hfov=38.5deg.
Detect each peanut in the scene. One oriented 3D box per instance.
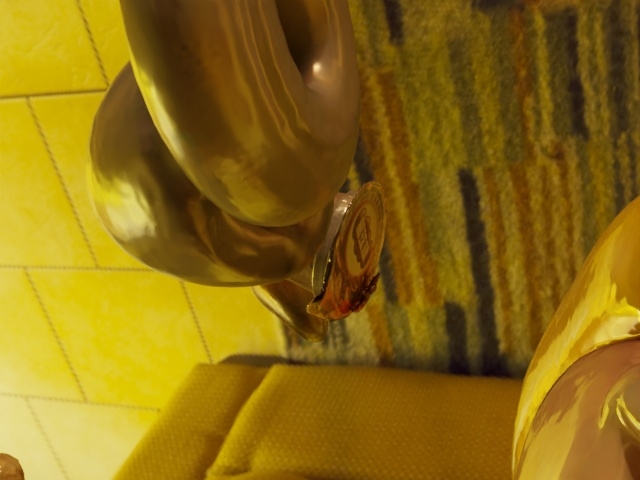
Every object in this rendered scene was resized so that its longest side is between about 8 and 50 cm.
[{"bbox_3d":[-0.172,0.129,0.463,0.037,0.037,0.083,45,144,-11],"label":"peanut"}]

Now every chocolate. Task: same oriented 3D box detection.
[{"bbox_3d":[-0.005,0.007,1.284,0.147,0.221,0.221,9,127,21],"label":"chocolate"}]

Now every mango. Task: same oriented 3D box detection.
[{"bbox_3d":[-0.072,0.081,1.874,0.289,0.129,0.146,47,135,47],"label":"mango"}]

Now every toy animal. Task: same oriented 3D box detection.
[{"bbox_3d":[0.256,0.119,0.549,0.247,0.345,0.277,21,105,9],"label":"toy animal"}]

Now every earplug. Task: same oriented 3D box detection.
[{"bbox_3d":[-0.062,-0.086,0.554,0.175,0.214,0.325,6,153,-6],"label":"earplug"}]
